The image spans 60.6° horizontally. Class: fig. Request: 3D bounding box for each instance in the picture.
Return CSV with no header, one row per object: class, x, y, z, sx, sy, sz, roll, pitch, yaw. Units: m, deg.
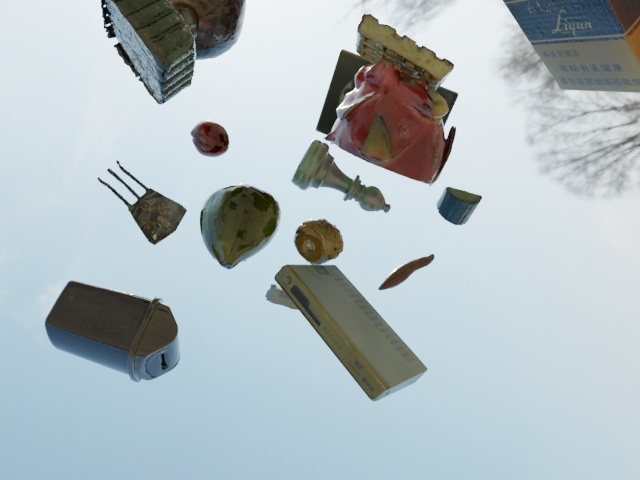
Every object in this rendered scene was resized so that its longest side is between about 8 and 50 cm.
fig,-0.203,-0.030,1.362,0.203,0.203,0.225,26,-119,-39

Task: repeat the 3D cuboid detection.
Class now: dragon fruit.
dragon fruit,0.181,-0.288,1.301,0.305,0.226,0.305,20,-165,-6

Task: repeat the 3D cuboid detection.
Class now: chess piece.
chess piece,0.067,-0.147,1.457,0.271,0.139,0.139,30,-135,-4

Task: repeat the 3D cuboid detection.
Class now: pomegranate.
pomegranate,-0.302,-0.526,1.240,0.285,0.285,0.341,37,-148,-31

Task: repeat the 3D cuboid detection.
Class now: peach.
peach,-0.291,-0.272,1.463,0.101,0.101,0.101,26,-128,-39

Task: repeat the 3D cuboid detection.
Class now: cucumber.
cucumber,0.418,-0.102,1.664,0.116,0.115,0.062,14,-127,-3

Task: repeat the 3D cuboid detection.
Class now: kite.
kite,-0.491,-0.108,1.505,0.245,0.015,0.141,46,-115,-18

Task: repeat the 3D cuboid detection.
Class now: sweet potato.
sweet potato,0.304,0.108,1.953,0.264,0.057,0.057,-32,-84,-25

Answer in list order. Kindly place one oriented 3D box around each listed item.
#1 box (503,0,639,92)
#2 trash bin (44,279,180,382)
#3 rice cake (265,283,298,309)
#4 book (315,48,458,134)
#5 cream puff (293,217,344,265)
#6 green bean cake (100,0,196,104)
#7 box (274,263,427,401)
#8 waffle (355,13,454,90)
box,0.302,-0.280,0.642,0.237,0.152,0.070,40,-91,-27
trash bin,-0.477,0.217,1.303,0.290,0.209,0.182,17,-124,-1
rice cake,-0.026,0.146,1.267,0.211,0.043,0.034,17,-166,-22
book,0.194,-0.391,1.667,0.371,0.260,0.043,22,-150,1
cream puff,0.000,0.000,1.384,0.104,0.133,0.119,-33,-62,-52
green bean cake,-0.302,-0.361,0.982,0.094,0.173,0.181,-38,-91,-20
box,0.055,0.149,0.955,0.270,0.045,0.211,48,-161,22
waffle,0.200,-0.452,1.360,0.248,0.055,0.221,30,-174,1
